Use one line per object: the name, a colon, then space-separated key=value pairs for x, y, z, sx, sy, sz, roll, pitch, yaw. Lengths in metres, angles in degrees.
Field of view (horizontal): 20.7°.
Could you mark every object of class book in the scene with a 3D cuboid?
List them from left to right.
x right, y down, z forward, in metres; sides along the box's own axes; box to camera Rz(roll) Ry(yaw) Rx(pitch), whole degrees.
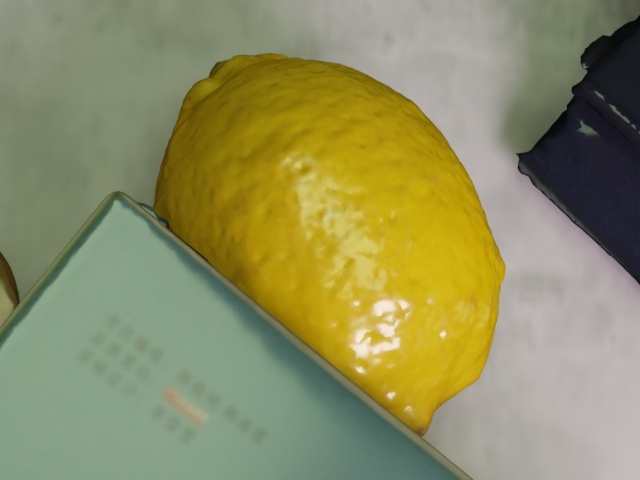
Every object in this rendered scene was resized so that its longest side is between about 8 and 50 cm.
book: x=-0.075 y=0.208 z=0.501 sx=0.264 sy=0.031 sz=0.379 roll=41 pitch=79 yaw=-10

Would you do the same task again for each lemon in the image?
lemon: x=0.000 y=0.000 z=0.601 sx=0.114 sy=0.114 sz=0.155 roll=-16 pitch=65 yaw=-17

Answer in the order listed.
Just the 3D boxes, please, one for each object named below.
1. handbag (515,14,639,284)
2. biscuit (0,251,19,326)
handbag: x=0.252 y=-0.086 z=0.686 sx=0.269 sy=0.118 sz=0.325 roll=42 pitch=67 yaw=4
biscuit: x=-0.169 y=0.120 z=0.556 sx=0.355 sy=0.052 sz=0.275 roll=35 pitch=72 yaw=-2
